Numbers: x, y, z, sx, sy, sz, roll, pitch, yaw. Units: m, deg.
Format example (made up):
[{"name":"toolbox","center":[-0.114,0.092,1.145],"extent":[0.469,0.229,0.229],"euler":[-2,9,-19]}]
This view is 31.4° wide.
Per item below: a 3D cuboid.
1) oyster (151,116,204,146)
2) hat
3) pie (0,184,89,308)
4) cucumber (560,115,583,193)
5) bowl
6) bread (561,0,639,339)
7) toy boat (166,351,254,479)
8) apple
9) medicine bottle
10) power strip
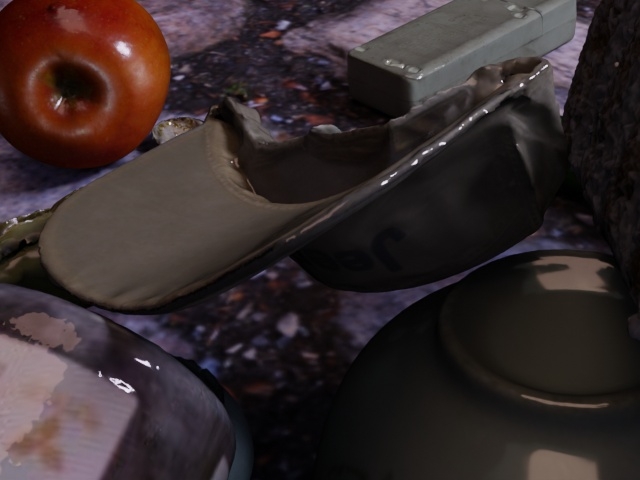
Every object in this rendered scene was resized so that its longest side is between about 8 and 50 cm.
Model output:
[{"name":"oyster","center":[-0.119,-0.088,0.999],"extent":[0.054,0.019,0.083],"euler":[-14,38,-9]},{"name":"hat","center":[0.000,0.000,0.564],"extent":[0.214,0.149,0.244],"euler":[-1,37,40]},{"name":"pie","center":[-0.189,0.034,0.683],"extent":[0.306,0.071,0.306],"euler":[-28,4,2]},{"name":"cucumber","center":[0.193,-0.068,0.895],"extent":[0.250,0.056,0.056],"euler":[25,45,35]},{"name":"bowl","center":[0.126,0.099,0.592],"extent":[0.289,0.146,0.289],"euler":[-4,35,3]},{"name":"bread","center":[0.206,-0.058,0.567],"extent":[0.113,0.165,0.416],"euler":[19,20,-3]},{"name":"toy boat","center":[-0.130,0.126,0.670],"extent":[0.208,0.078,0.134],"euler":[2,27,29]},{"name":"apple","center":[-0.206,-0.139,0.965],"extent":[0.163,0.163,0.139],"euler":[-10,28,-6]},{"name":"medicine bottle","center":[-0.156,0.166,0.464],"extent":[0.165,0.165,0.273],"euler":[11,58,23]},{"name":"power strip","center":[0.155,-0.197,1.082],"extent":[0.288,0.053,0.093],"euler":[-30,40,-31]}]
